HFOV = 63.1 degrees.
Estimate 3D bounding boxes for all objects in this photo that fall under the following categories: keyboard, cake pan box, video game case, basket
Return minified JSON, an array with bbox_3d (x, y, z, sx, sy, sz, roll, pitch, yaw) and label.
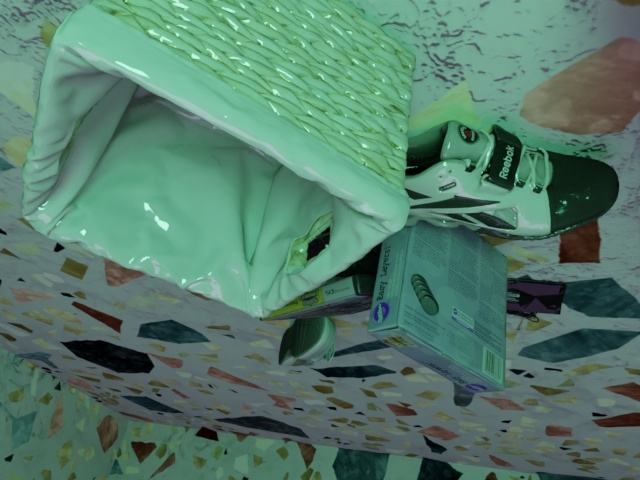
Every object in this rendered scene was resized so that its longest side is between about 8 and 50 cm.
[{"bbox_3d":[0.364,0.106,1.010,0.192,0.038,0.100,5,123,13],"label":"keyboard"},{"bbox_3d":[0.202,0.082,0.822,0.267,0.245,0.070,32,146,-29],"label":"cake pan box"},{"bbox_3d":[0.064,0.110,0.990,0.248,0.035,0.275,-22,162,40],"label":"video game case"},{"bbox_3d":[-0.112,-0.119,0.600,0.332,0.266,0.328,26,145,-21],"label":"basket"}]

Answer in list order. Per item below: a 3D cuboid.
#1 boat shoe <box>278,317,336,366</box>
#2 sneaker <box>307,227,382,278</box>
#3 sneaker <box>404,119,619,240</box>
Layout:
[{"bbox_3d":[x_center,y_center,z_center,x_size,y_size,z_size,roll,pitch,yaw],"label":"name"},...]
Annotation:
[{"bbox_3d":[-0.020,0.251,1.275,0.103,0.118,0.320,14,151,-14],"label":"boat shoe"},{"bbox_3d":[0.000,0.000,0.914,0.284,0.124,0.107,-5,122,-13],"label":"sneaker"},{"bbox_3d":[0.210,-0.087,0.674,0.331,0.122,0.146,1,147,17],"label":"sneaker"}]
